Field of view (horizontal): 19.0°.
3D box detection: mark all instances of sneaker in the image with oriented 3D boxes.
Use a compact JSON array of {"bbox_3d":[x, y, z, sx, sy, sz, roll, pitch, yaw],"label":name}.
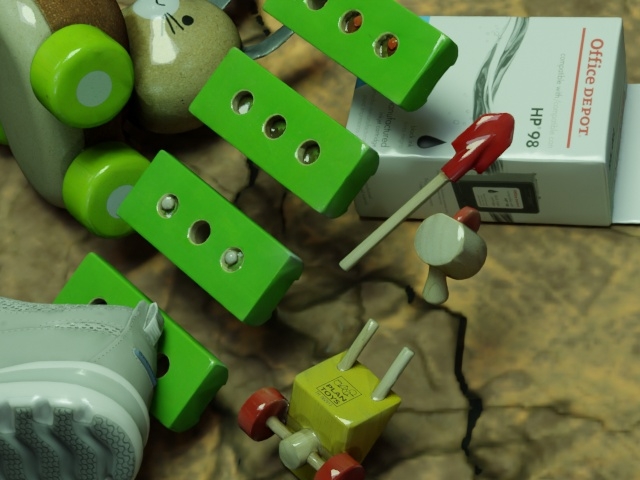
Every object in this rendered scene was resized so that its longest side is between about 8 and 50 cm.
[{"bbox_3d":[-0.206,0.082,0.997,0.281,0.105,0.115,0,37,19],"label":"sneaker"}]

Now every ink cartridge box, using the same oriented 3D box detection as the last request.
[{"bbox_3d":[0.110,-0.067,1.048,0.180,0.060,0.104,2,55,15],"label":"ink cartridge box"}]

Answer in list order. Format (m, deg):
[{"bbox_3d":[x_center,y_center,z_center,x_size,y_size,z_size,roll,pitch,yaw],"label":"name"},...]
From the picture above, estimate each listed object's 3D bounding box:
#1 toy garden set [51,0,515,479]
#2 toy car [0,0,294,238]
[{"bbox_3d":[0.000,0.000,0.987,0.204,0.049,0.244,38,95,32],"label":"toy garden set"},{"bbox_3d":[-0.098,-0.114,1.094,0.188,0.149,0.155,-28,41,-22],"label":"toy car"}]
